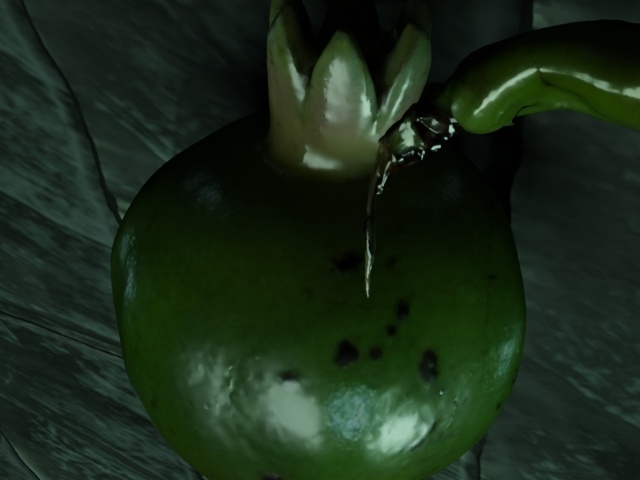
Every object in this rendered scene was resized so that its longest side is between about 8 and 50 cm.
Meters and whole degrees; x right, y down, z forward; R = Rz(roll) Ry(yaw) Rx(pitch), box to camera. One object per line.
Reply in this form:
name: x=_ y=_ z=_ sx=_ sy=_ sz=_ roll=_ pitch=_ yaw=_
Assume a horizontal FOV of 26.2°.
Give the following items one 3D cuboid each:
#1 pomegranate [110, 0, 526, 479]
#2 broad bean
pomegranate: x=0.001 y=0.001 z=0.579 sx=0.187 sy=0.187 sz=0.225 roll=16 pitch=124 yaw=19
broad bean: x=0.161 y=-0.022 z=0.431 sx=0.318 sy=0.056 sz=0.098 roll=3 pitch=107 yaw=29
